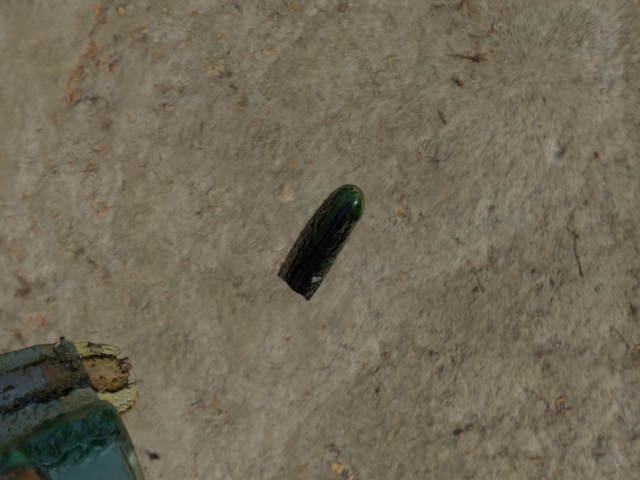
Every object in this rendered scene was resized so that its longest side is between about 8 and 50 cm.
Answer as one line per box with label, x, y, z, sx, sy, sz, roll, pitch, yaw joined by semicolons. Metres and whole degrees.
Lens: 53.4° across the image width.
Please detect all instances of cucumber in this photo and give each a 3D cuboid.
cucumber;0.001;0.001;0.997;0.074;0.074;0.241;36;129;6

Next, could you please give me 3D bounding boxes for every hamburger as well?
hamburger;-0.456;0.260;1.061;0.282;0.245;0.156;-18;70;-15

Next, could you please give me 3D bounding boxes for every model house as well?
model house;-0.252;0.400;0.740;0.325;0.194;0.267;46;149;35
